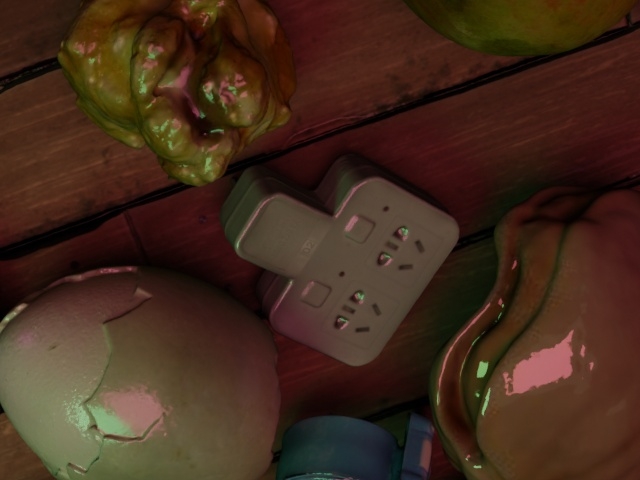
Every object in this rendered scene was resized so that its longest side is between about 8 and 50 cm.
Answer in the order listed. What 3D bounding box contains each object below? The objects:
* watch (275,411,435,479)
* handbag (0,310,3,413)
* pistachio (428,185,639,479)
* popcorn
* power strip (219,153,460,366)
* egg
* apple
[{"bbox_3d":[0.040,0.293,1.678,0.193,0.211,0.210,6,106,7],"label":"watch"},{"bbox_3d":[-0.495,0.121,1.566,0.255,0.181,0.181,-5,114,-6],"label":"handbag"},{"bbox_3d":[0.293,0.149,1.619,0.365,0.281,0.445,-4,107,-40],"label":"pistachio"},{"bbox_3d":[-0.155,-0.191,1.472,0.277,0.276,0.225,-1,112,-7],"label":"popcorn"},{"bbox_3d":[0.000,0.000,1.632,0.261,0.141,0.229,27,103,-28],"label":"power strip"},{"bbox_3d":[-0.215,0.167,1.553,0.336,0.278,0.278,12,105,-22],"label":"egg"},{"bbox_3d":[0.219,-0.365,1.430,0.340,0.339,0.339,-2,107,-6],"label":"apple"}]
